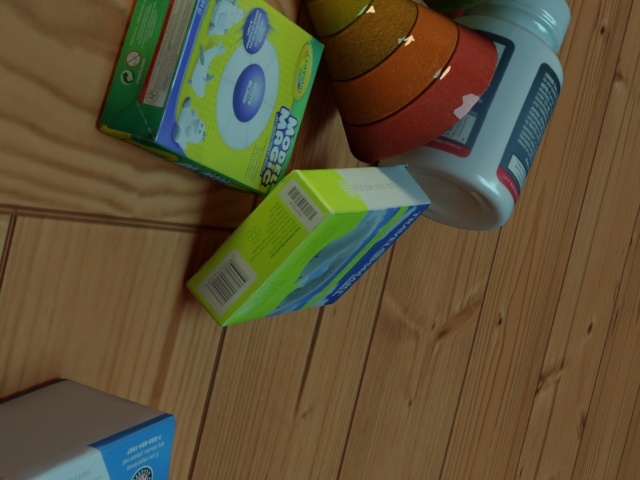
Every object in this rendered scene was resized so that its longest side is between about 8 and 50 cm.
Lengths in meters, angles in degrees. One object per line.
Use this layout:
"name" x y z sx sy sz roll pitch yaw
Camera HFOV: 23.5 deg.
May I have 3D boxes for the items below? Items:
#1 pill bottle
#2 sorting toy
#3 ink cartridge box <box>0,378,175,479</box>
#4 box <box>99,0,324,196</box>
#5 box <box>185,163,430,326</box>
"pill bottle" 0.124 -0.109 1.171 0.180 0.108 0.108 -65 153 -19
"sorting toy" 0.081 -0.227 1.065 0.126 0.127 0.366 45 55 -28
"ink cartridge box" -0.152 0.183 0.793 0.139 0.082 0.191 -18 118 -61
"box" -0.054 -0.088 0.893 0.179 0.043 0.105 23 83 -67
"box" 0.000 0.000 0.996 0.109 0.042 0.178 -46 164 21
